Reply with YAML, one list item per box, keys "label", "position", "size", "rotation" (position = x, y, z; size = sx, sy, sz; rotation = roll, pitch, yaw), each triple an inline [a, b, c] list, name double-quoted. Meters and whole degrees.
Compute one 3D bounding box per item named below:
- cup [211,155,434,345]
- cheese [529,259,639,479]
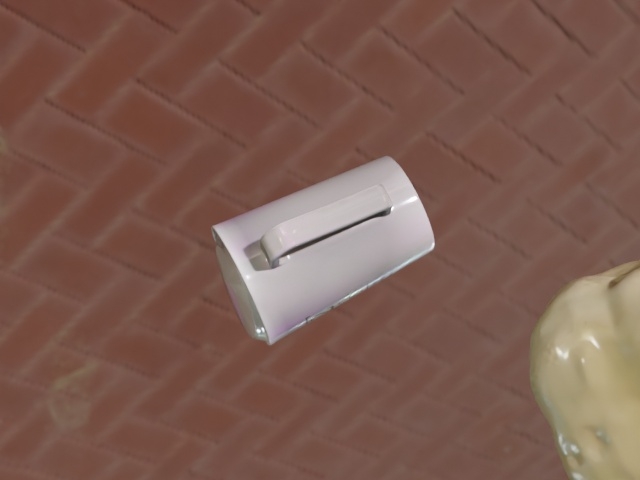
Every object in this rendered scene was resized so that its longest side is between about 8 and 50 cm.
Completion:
- label: "cup"
  position: [0.000, 0.000, 0.837]
  size: [0.116, 0.074, 0.104]
  rotation: [-26, 166, -7]
- label: "cheese"
  position: [0.195, 0.124, 0.611]
  size: [0.159, 0.263, 0.093]
  rotation: [-11, -168, 41]
